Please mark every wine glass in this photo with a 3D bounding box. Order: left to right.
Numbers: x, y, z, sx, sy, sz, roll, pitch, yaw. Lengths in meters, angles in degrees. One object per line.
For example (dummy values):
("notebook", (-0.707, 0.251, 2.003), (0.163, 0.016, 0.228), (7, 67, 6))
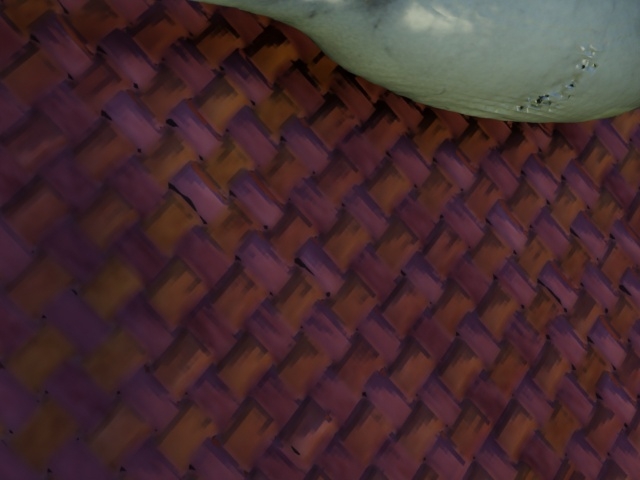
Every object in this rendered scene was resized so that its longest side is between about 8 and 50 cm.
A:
("wine glass", (0.000, 0.000, 0.401), (0.309, 0.096, 0.264), (-4, 99, -37))
